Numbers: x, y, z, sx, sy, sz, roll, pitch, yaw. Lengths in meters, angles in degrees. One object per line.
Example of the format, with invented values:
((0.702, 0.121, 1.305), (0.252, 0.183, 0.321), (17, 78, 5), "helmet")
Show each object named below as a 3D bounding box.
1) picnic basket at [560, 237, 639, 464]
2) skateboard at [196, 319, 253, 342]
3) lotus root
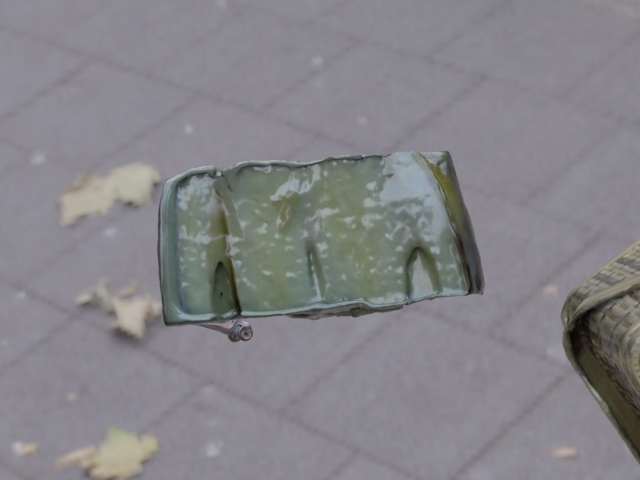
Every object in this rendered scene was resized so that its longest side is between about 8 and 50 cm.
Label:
((0.333, 0.056, 1.105), (0.313, 0.228, 0.175), (-36, 9, -1), "picnic basket")
((-0.079, 0.036, 1.470), (0.063, 0.083, 0.032), (17, -11, -22), "skateboard")
((0.000, 0.000, 1.339), (0.234, 0.119, 0.138), (-5, -3, 3), "lotus root")
